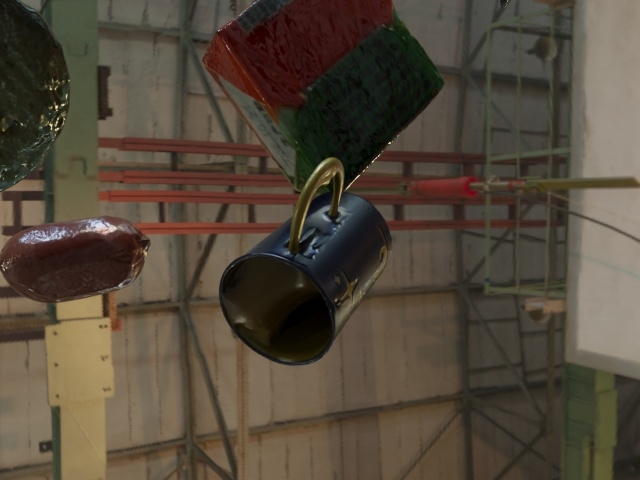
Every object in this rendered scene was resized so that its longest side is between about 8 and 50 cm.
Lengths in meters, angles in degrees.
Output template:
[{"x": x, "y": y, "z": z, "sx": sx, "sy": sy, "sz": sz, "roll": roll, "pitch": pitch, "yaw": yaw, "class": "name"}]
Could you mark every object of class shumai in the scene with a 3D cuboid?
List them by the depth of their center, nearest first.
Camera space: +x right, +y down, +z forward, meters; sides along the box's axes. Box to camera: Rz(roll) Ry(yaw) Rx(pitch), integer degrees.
[{"x": -0.566, "y": -0.253, "z": 0.931, "sx": 0.397, "sy": 0.323, "sz": 0.324, "roll": 0, "pitch": -57, "yaw": -33, "class": "shumai"}]

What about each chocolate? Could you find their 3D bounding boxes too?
[{"x": 0.007, "y": -0.304, "z": 1.245, "sx": 0.360, "sy": 0.161, "sz": 0.341, "roll": -47, "pitch": -69, "yaw": -27, "class": "chocolate"}]

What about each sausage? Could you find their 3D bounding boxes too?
[{"x": -0.422, "y": 0.034, "z": 1.202, "sx": 0.254, "sy": 0.148, "sz": 0.148, "roll": -17, "pitch": -79, "yaw": -12, "class": "sausage"}]

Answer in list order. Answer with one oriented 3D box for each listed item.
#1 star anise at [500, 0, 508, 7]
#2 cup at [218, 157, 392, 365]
[{"x": 0.258, "y": -0.421, "z": 0.966, "sx": 0.204, "sy": 0.061, "sz": 0.181, "roll": 27, "pitch": -60, "yaw": -2, "class": "star anise"}, {"x": 0.013, "y": 0.018, "z": 1.004, "sx": 0.178, "sy": 0.255, "sz": 0.256, "roll": 43, "pitch": -142, "yaw": 2, "class": "cup"}]
